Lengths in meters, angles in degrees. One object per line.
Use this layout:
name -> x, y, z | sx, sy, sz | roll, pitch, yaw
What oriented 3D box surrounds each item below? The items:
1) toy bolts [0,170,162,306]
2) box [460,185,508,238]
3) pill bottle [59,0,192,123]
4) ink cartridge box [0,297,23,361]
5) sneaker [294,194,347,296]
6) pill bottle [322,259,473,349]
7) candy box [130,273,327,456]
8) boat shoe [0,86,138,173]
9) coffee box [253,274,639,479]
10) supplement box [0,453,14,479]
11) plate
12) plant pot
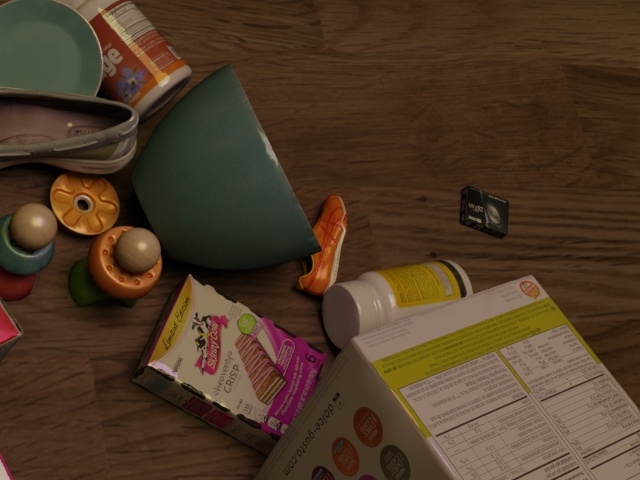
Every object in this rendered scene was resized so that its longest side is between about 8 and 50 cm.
toy bolts -> -0.330, -0.020, 1.831 | 0.228, 0.158, 0.218 | -1, 67, -31
box -> 0.271, -0.047, 2.281 | 0.083, 0.018, 0.067 | 20, 57, -21
pill bottle -> -0.298, -0.284, 2.008 | 0.216, 0.121, 0.121 | 48, 52, 0
ink cartridge box -> -0.513, 0.145, 1.571 | 0.309, 0.272, 0.130 | -31, 83, -37
sneaker -> 0.000, 0.000, 2.075 | 0.067, 0.064, 0.175 | 18, 55, -10
pill bottle -> 0.115, 0.098, 2.054 | 0.208, 0.119, 0.119 | -8, 70, -33
candy box -> -0.123, 0.174, 1.908 | 0.233, 0.071, 0.159 | 30, 55, -13
boat shoe -> -0.406, -0.159, 1.865 | 0.320, 0.103, 0.118 | 7, 61, -8
coffee box -> 0.184, 0.304, 1.799 | 0.338, 0.338, 0.334 | -16, 59, -39
supplement box -> -0.400, 0.361, 1.628 | 0.114, 0.111, 0.220 | -21, 77, -35
plate -> -0.400, -0.248, 1.945 | 0.188, 0.024, 0.188 | 0, 93, -6
plant pot -> -0.147, -0.073, 1.923 | 0.195, 0.290, 0.290 | -27, 79, 0
